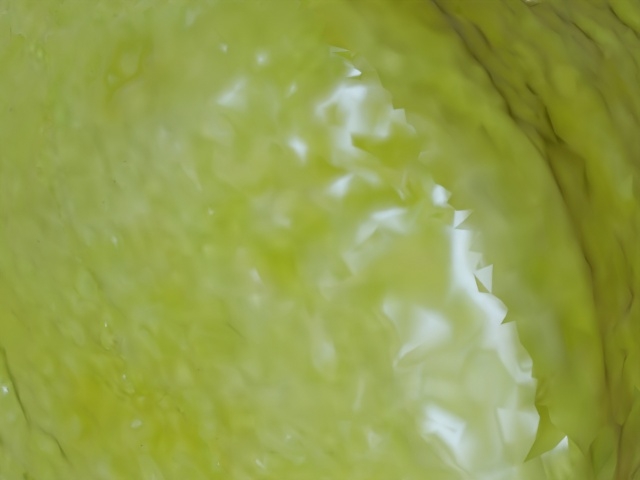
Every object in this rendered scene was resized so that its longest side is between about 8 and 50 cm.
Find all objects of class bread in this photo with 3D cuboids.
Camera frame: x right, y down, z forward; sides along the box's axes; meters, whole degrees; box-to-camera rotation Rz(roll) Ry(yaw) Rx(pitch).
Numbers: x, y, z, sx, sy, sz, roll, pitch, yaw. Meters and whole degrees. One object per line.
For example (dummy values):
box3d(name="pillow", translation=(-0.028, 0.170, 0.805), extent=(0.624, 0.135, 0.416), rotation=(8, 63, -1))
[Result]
box3d(name="bread", translation=(0.000, 0.000, 0.605), extent=(0.348, 0.348, 0.308), rotation=(-34, -2, 41))
